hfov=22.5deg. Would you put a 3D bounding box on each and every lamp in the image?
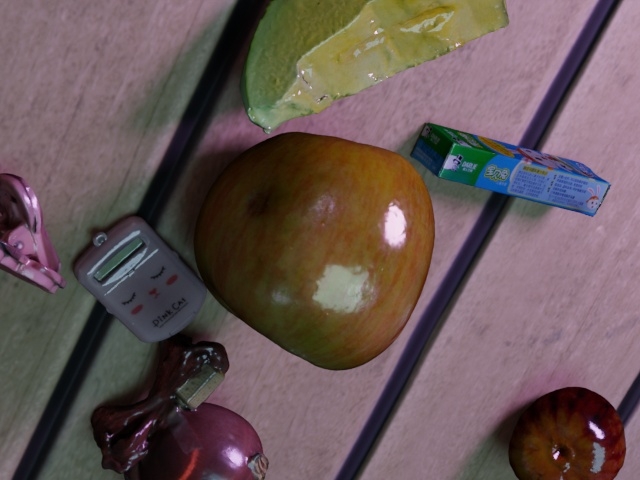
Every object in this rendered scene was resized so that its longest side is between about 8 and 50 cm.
[{"bbox_3d":[-0.142,0.242,1.872,0.215,0.151,0.223,-47,130,-1],"label":"lamp"}]

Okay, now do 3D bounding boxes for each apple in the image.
[{"bbox_3d":[0.000,0.000,1.729,0.264,0.264,0.264,-16,127,-22],"label":"apple"}]

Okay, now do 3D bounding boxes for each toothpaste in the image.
[{"bbox_3d":[0.234,-0.084,1.943,0.266,0.065,0.050,11,113,-36],"label":"toothpaste"}]

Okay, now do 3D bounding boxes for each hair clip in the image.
[{"bbox_3d":[-0.327,0.013,1.637,0.102,0.123,0.138,-39,131,-31],"label":"hair clip"}]

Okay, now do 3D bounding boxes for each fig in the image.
[{"bbox_3d":[0.350,0.264,2.202,0.202,0.148,0.149,-51,-177,-40],"label":"fig"}]

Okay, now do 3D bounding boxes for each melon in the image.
[{"bbox_3d":[0.047,-0.235,1.693,0.323,0.124,0.196,-29,130,-5],"label":"melon"}]

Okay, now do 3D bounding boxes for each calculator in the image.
[{"bbox_3d":[-0.199,0.044,1.783,0.100,0.032,0.175,-41,132,-1],"label":"calculator"}]
